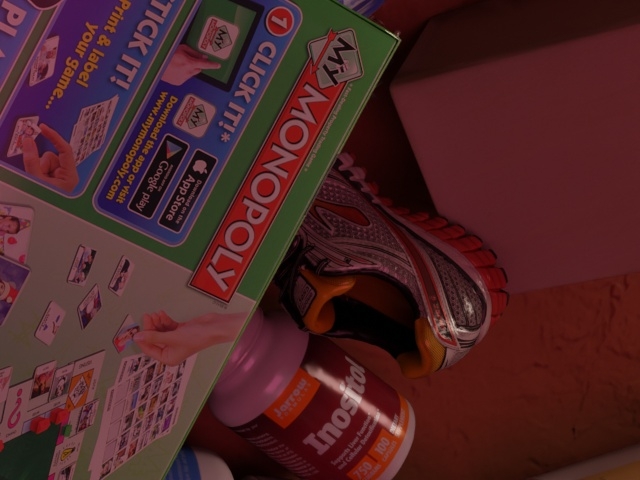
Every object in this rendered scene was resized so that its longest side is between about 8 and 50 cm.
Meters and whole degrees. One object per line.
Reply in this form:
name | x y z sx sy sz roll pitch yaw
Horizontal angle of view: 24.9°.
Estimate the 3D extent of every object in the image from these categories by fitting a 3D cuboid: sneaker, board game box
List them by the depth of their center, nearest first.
board game box | -0.131 0.005 0.597 0.213 0.046 0.317 27 93 -28
sneaker | 0.000 0.000 0.868 0.225 0.093 0.088 30 135 14

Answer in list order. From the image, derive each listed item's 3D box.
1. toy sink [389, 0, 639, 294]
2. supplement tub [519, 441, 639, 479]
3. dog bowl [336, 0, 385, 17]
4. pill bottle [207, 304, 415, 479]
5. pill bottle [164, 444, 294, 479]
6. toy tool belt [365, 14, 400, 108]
toy sink | 0.186 -0.078 0.875 0.234 0.131 0.153 -13 115 26
supplement tub | 0.302 0.240 1.001 0.331 0.241 0.241 -15 111 -12
dog bowl | -0.096 -0.150 0.743 0.264 0.265 0.104 -22 113 -10
pill bottle | -0.017 0.100 0.942 0.152 0.086 0.086 38 93 -24
pill bottle | -0.124 0.188 0.916 0.221 0.124 0.124 7 104 -19
toy tool belt | 0.014 -0.104 0.907 0.083 0.051 0.052 -47 114 1
